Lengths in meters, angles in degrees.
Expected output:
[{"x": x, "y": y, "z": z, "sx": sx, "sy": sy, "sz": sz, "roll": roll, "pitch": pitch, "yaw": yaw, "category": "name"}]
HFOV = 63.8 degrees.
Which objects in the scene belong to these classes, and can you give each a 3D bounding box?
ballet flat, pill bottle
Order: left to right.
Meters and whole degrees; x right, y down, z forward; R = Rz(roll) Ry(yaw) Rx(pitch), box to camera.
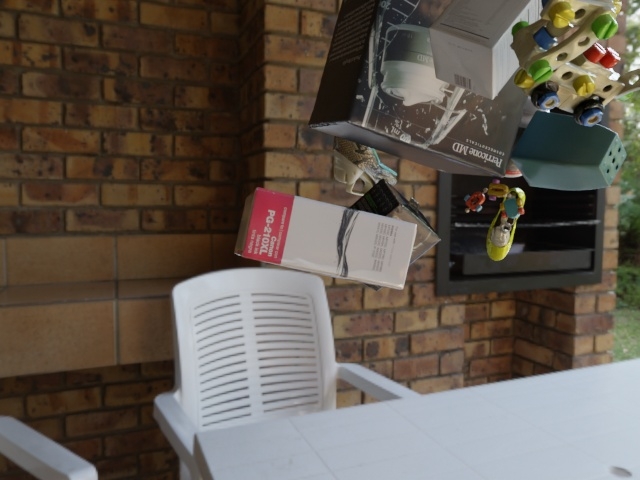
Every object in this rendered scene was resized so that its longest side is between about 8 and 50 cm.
[{"x": 0.144, "y": -0.255, "z": 1.853, "sx": 0.164, "sy": 0.182, "sz": 0.482, "roll": 40, "pitch": 4, "yaw": 28, "category": "ballet flat"}, {"x": 0.556, "y": -0.052, "z": 1.561, "sx": 0.077, "sy": 0.231, "sz": 0.077, "roll": 21, "pitch": 6, "yaw": 26, "category": "ballet flat"}, {"x": 0.631, "y": -0.359, "z": 1.650, "sx": 0.161, "sy": 0.283, "sz": 0.161, "roll": 2, "pitch": 46, "yaw": -2, "category": "pill bottle"}]

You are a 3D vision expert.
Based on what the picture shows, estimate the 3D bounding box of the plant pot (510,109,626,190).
[{"x": 0.696, "y": -0.238, "z": 1.430, "sx": 0.165, "sy": 0.166, "sz": 0.234, "roll": 36, "pitch": -7, "yaw": -39, "category": "plant pot"}]

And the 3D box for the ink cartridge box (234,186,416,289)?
[{"x": 0.000, "y": 0.000, "z": 0.778, "sx": 0.237, "sy": 0.100, "sz": 0.172, "roll": 12, "pitch": -3, "yaw": -12, "category": "ink cartridge box"}]

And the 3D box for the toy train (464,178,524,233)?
[{"x": 0.491, "y": -0.096, "z": 1.439, "sx": 0.046, "sy": 0.125, "sz": 0.166, "roll": 9, "pitch": 30, "yaw": -50, "category": "toy train"}]

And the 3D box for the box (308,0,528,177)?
[{"x": 0.280, "y": -0.458, "z": 1.348, "sx": 0.479, "sy": 0.473, "sz": 0.297, "roll": 13, "pitch": 6, "yaw": -22, "category": "box"}]

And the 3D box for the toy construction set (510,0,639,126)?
[{"x": 0.441, "y": -0.289, "z": 0.810, "sx": 0.327, "sy": 0.151, "sz": 0.215, "roll": 22, "pitch": -42, "yaw": -14, "category": "toy construction set"}]

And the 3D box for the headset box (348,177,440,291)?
[{"x": 0.183, "y": -0.015, "z": 1.538, "sx": 0.246, "sy": 0.283, "sz": 0.131, "roll": 32, "pitch": 24, "yaw": -42, "category": "headset box"}]

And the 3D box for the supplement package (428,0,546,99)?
[{"x": 0.339, "y": -0.420, "z": 0.984, "sx": 0.139, "sy": 0.244, "sz": 0.134, "roll": 34, "pitch": -12, "yaw": 30, "category": "supplement package"}]
